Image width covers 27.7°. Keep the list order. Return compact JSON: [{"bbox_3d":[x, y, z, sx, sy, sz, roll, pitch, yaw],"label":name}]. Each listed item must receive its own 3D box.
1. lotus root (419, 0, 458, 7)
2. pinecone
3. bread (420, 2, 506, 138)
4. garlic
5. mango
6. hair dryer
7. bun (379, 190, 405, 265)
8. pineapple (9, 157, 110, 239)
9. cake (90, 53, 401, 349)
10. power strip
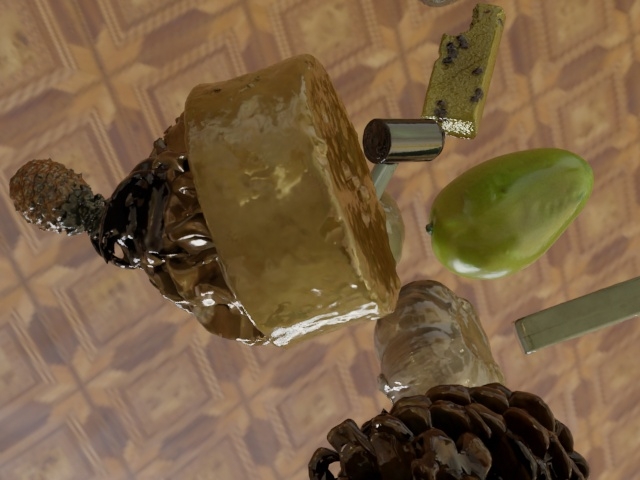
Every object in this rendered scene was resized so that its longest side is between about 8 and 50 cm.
[{"bbox_3d":[0.138,-0.411,1.989,0.203,0.183,0.078,5,124,-54],"label":"lotus root"},{"bbox_3d":[0.115,0.229,1.093,0.272,0.224,0.224,5,115,-55],"label":"pinecone"},{"bbox_3d":[0.210,-0.254,1.898,0.049,0.088,0.226,74,28,-58],"label":"bread"},{"bbox_3d":[0.163,0.173,1.872,0.152,0.228,0.227,-35,143,30],"label":"garlic"},{"bbox_3d":[0.287,-0.047,2.018,0.273,0.185,0.149,-39,133,-19],"label":"mango"},{"bbox_3d":[0.078,-0.077,1.686,0.100,0.057,0.198,-2,136,-38],"label":"hair dryer"},{"bbox_3d":[0.004,0.000,2.024,0.272,0.273,0.168,-33,118,-15],"label":"bun"},{"bbox_3d":[-0.354,-0.049,1.852,0.108,0.197,0.108,-30,132,-40],"label":"pineapple"},{"bbox_3d":[-0.102,-0.020,1.462,0.321,0.332,0.332,-19,135,13],"label":"cake"},{"bbox_3d":[0.398,0.083,1.727,0.288,0.053,0.093,-20,173,2],"label":"power strip"}]
